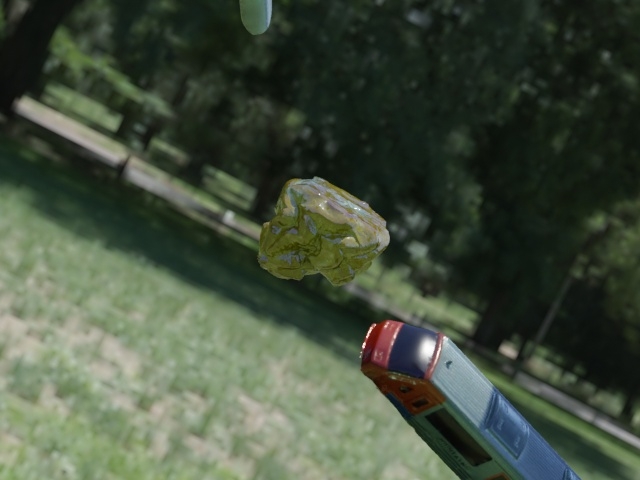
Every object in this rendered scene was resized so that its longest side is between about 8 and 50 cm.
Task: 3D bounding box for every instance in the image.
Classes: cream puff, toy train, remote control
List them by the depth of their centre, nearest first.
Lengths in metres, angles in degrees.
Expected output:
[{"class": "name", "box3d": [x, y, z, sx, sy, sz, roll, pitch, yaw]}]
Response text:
[{"class": "remote control", "box3d": [-0.054, -0.239, 1.338, 0.029, 0.065, 0.166, -3, -36, -3]}, {"class": "toy train", "box3d": [0.204, 0.240, 1.939, 0.409, 0.089, 0.086, 47, 38, -20]}, {"class": "cream puff", "box3d": [0.000, 0.000, 1.951, 0.146, 0.116, 0.146, 33, 11, -7]}]
